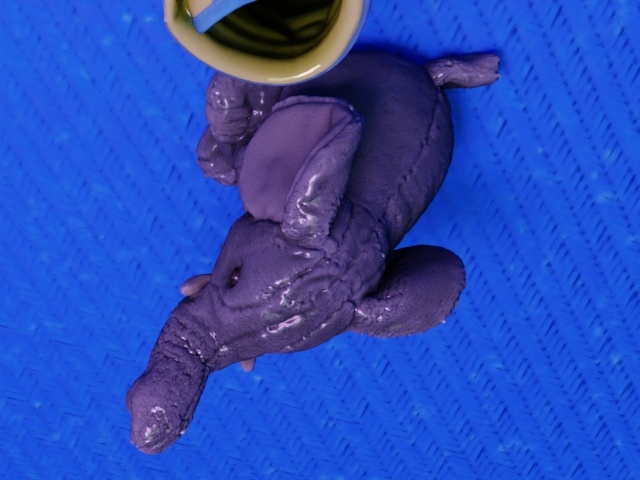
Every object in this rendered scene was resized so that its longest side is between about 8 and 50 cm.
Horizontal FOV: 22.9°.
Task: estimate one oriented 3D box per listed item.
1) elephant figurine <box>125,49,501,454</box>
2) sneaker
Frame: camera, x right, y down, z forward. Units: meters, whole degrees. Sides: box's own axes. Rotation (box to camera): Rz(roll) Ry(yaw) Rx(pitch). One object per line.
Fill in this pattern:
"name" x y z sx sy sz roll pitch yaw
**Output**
"elephant figurine" 0.000 0.000 0.904 0.169 0.239 0.186 16 124 -9
"sneaker" -0.045 -0.221 0.771 0.127 0.208 0.319 -17 122 15
